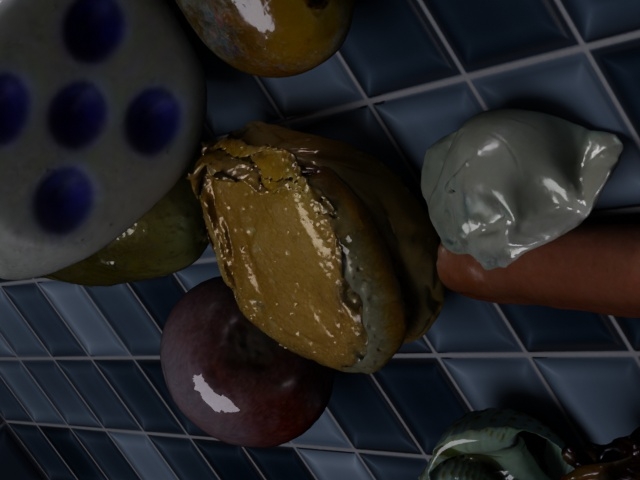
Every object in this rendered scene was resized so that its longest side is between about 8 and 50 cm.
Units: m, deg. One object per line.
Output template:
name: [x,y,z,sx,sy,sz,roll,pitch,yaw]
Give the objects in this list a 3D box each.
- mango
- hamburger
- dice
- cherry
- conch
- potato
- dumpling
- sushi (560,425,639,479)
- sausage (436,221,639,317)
mango: [-0.086,-0.276,1.526,0.316,0.146,0.193,46,155,37]
hamburger: [0.000,0.000,1.723,0.318,0.158,0.318,36,150,25]
dice: [-0.326,-0.160,1.703,0.277,0.304,0.304,21,150,48]
cherry: [-0.101,0.166,2.031,0.239,0.206,0.239,23,144,18]
conch: [0.208,0.264,1.798,0.200,0.131,0.172,-3,106,9]
potato: [-0.281,-0.066,1.991,0.359,0.219,0.270,-1,135,47]
dumpling: [0.169,-0.042,1.446,0.124,0.151,0.229,33,163,-34]
sushi: [0.322,0.291,1.566,0.212,0.227,0.215,32,144,41]
sausage: [0.265,0.025,1.447,0.419,0.094,0.094,4,126,53]
